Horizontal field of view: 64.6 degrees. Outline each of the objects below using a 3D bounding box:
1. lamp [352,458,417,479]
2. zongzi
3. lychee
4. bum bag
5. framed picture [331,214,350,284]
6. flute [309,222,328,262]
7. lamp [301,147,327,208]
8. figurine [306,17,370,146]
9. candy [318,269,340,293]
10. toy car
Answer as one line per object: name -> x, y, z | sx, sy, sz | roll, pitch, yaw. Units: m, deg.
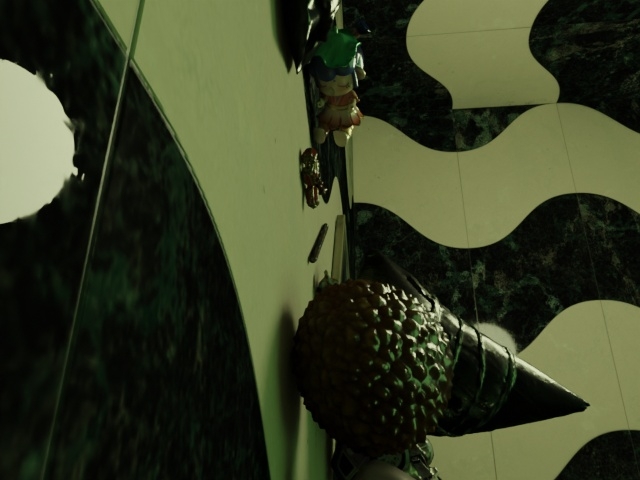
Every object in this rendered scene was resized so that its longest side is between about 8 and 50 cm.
lamp -> 0.096, 0.392, 0.542 | 0.247, 0.247, 0.301 | -52, 152, -33
zongzi -> 0.215, 0.216, 0.836 | 0.383, 0.362, 0.319 | 48, 46, -30
lychee -> 0.063, 0.146, 0.582 | 0.200, 0.200, 0.238 | -85, 153, -50
bum bag -> -0.012, -0.352, 0.580 | 0.137, 0.074, 0.310 | -112, -157, -71
framed picture -> 0.056, 0.175, 1.320 | 0.446, 0.028, 0.326 | -83, 169, -58
flute -> 0.000, 0.000, 0.886 | 0.269, 0.014, 0.014 | -68, 155, -77
lamp -> -0.011, -0.094, 0.735 | 0.063, 0.031, 0.083 | -83, 165, -63
figurine -> 0.022, -0.269, 0.854 | 0.195, 0.111, 0.102 | 87, 22, -43
candy -> 0.020, 0.105, 0.896 | 0.182, 0.046, 0.053 | 73, 0, -56
toy car -> 0.102, 0.409, 0.989 | 0.235, 0.158, 0.172 | 46, 8, 32
